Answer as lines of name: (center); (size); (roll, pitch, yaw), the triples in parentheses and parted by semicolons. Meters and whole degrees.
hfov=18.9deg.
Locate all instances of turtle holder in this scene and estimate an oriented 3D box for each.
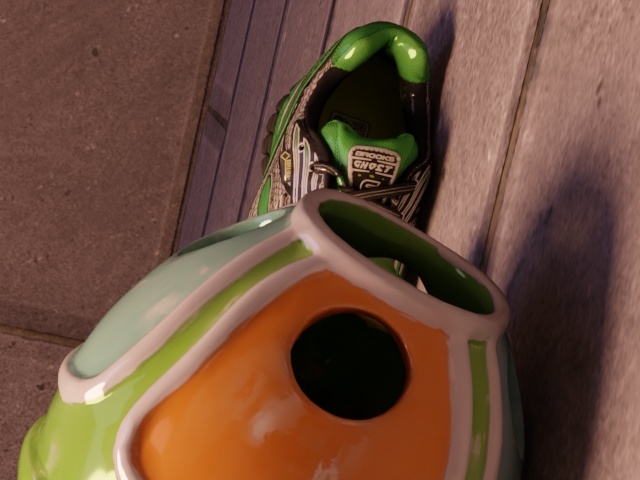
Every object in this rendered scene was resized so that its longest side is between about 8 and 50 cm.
turtle holder: (0.003, 0.102, 0.960); (0.320, 0.243, 0.227); (6, -64, -60)

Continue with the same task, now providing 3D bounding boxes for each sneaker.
sneaker: (0.000, 0.000, 1.291); (0.146, 0.134, 0.344); (119, 162, -60)
